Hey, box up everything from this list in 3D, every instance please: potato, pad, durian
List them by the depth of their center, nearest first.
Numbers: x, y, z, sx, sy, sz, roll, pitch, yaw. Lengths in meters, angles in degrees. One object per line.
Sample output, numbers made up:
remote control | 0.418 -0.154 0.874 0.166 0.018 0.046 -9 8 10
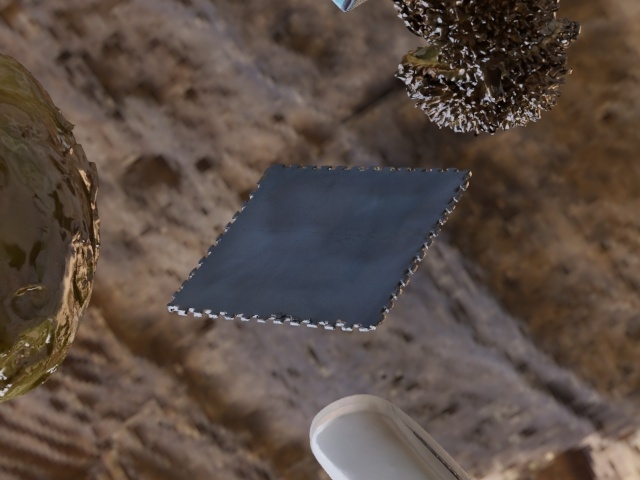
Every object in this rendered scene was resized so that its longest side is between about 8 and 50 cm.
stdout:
potato | -0.241 -0.004 1.127 0.299 0.196 0.246 -55 -46 -46
durian | 0.135 -0.172 1.339 0.196 0.167 0.196 -22 -90 -78
pad | 0.000 0.000 1.703 0.269 0.270 0.012 -54 -44 -40

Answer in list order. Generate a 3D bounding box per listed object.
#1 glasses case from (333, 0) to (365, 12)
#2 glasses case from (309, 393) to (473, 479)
glasses case | 0.084 -0.337 1.598 0.117 0.070 0.301 47 -136 4
glasses case | 0.081 0.225 1.443 0.233 0.092 0.059 46 -149 -27
